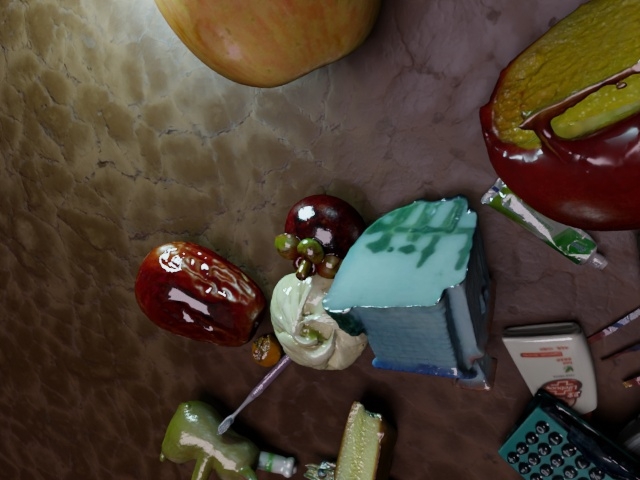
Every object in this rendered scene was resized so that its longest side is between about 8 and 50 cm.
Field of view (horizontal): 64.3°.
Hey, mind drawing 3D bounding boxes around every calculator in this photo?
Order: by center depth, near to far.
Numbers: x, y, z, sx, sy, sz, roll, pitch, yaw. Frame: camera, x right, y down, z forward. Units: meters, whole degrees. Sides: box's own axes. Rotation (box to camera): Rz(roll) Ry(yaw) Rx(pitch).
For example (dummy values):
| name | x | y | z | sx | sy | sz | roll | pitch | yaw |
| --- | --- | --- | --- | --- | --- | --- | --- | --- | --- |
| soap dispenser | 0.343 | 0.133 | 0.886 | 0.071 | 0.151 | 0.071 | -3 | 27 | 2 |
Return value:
| name | x | y | z | sx | sy | sz | roll | pitch | yaw |
| --- | --- | --- | --- | --- | --- | --- | --- | --- | --- |
| calculator | 0.494 | 0.450 | 0.995 | 0.274 | 0.058 | 0.248 | 40 | 142 | 27 |

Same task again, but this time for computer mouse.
| name | x | y | z | sx | sy | sz | roll | pitch | yaw |
| --- | --- | --- | --- | --- | --- | --- | --- | --- | --- |
| computer mouse | 0.611 | 0.381 | 0.971 | 0.071 | 0.126 | 0.231 | 30 | 124 | 35 |

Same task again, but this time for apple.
| name | x | y | z | sx | sy | sz | roll | pitch | yaw |
| --- | --- | --- | --- | --- | --- | --- | --- | --- | --- |
| apple | -0.083 | -0.443 | 0.838 | 0.391 | 0.391 | 0.347 | -11 | 111 | 27 |

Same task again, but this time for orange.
| name | x | y | z | sx | sy | sz | roll | pitch | yaw |
| --- | --- | --- | --- | --- | --- | --- | --- | --- | --- |
| orange | -0.140 | 0.285 | 1.297 | 0.086 | 0.062 | 0.086 | 9 | 114 | 21 |

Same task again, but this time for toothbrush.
| name | x | y | z | sx | sy | sz | roll | pitch | yaw |
| --- | --- | --- | --- | --- | --- | --- | --- | --- | --- |
| toothbrush | -0.152 | 0.375 | 1.296 | 0.024 | 0.029 | 0.354 | 41 | 102 | -7 |

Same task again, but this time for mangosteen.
| name | x | y | z | sx | sy | sz | roll | pitch | yaw |
| --- | --- | --- | --- | --- | --- | --- | --- | --- | --- |
| mangosteen | 0.000 | 0.000 | 1.058 | 0.199 | 0.200 | 0.200 | 8 | 111 | 21 |

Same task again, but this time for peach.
| name | x | y | z | sx | sy | sz | roll | pitch | yaw |
| --- | --- | --- | --- | --- | --- | --- | --- | --- | --- |
| peach | 0.455 | -0.174 | 0.720 | 0.405 | 0.335 | 0.310 | -32 | 120 | 25 |

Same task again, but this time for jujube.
| name | x | y | z | sx | sy | sz | roll | pitch | yaw |
| --- | --- | --- | --- | --- | --- | --- | --- | --- | --- |
| jujube | -0.293 | 0.136 | 1.240 | 0.317 | 0.223 | 0.223 | 24 | 116 | 6 |

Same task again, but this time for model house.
| name | x | y | z | sx | sy | sz | roll | pitch | yaw |
| --- | --- | --- | --- | --- | --- | --- | --- | --- | --- |
| model house | 0.217 | 0.135 | 0.981 | 0.251 | 0.295 | 0.329 | -10 | 125 | 34 |

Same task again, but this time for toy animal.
| name | x | y | z | sx | sy | sz | roll | pitch | yaw |
| --- | --- | --- | --- | --- | --- | --- | --- | --- | --- |
| toy animal | -0.261 | 0.593 | 1.392 | 0.363 | 0.181 | 0.180 | 35 | 116 | 9 |

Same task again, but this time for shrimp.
| name | x | y | z | sx | sy | sz | roll | pitch | yaw |
| --- | --- | --- | --- | --- | --- | --- | --- | --- | --- |
| shrimp | 0.101 | 0.664 | 1.319 | 0.317 | 0.077 | 0.168 | 21 | 118 | 13 |

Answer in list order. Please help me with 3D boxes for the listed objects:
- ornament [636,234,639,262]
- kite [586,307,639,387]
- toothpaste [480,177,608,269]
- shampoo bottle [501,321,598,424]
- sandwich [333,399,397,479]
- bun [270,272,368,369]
| name | x | y | z | sx | sy | sz | roll | pitch | yaw |
| --- | --- | --- | --- | --- | --- | --- | --- | --- | --- |
| ornament | 0.687 | 0.067 | 0.829 | 0.260 | 0.106 | 0.251 | -13 | 106 | 15 |
| kite | 0.672 | 0.139 | 0.909 | 0.204 | 0.022 | 0.360 | 46 | 118 | 5 |
| toothpaste | 0.422 | -0.030 | 0.948 | 0.248 | 0.047 | 0.078 | 38 | 114 | 10 |
| shampoo bottle | 0.478 | 0.305 | 1.023 | 0.153 | 0.071 | 0.284 | -14 | 101 | 29 |
| sandwich | 0.114 | 0.486 | 1.219 | 0.122 | 0.128 | 0.236 | 17 | 106 | 21 |
| bun | -0.011 | 0.181 | 1.149 | 0.259 | 0.160 | 0.259 | 9 | 111 | 23 |
